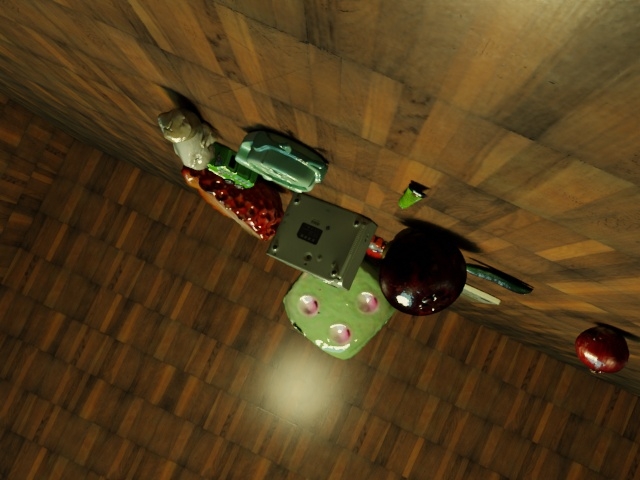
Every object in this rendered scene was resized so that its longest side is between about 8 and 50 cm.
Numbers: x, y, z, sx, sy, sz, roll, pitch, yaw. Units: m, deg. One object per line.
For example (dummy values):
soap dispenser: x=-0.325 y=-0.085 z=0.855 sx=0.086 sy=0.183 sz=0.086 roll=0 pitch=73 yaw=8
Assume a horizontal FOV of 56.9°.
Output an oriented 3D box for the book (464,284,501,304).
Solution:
book: x=0.489 y=0.171 z=2.086 sx=0.217 sy=0.021 sz=0.310 roll=24 pitch=175 yaw=1

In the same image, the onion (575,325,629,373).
onion: x=0.713 y=0.278 z=1.496 sx=0.131 sy=0.131 sz=0.131 roll=25 pitch=175 yaw=2

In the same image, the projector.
projector: x=0.000 y=0.000 z=1.602 sx=0.251 sy=0.198 sz=0.108 roll=23 pitch=176 yaw=26

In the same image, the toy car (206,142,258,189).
toy car: x=-0.228 y=-0.190 z=1.475 sx=0.063 sy=0.071 sz=0.165 roll=-3 pitch=156 yaw=46

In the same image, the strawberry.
strawberry: x=-0.239 y=-0.142 z=1.702 sx=0.265 sy=0.149 sz=0.336 roll=30 pitch=170 yaw=47

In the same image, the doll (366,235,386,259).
doll: x=0.166 y=0.022 z=1.878 sx=0.104 sy=0.062 sz=0.194 roll=9 pitch=166 yaw=4

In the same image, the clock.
clock: x=-0.067 y=-0.148 z=1.111 sx=0.159 sy=0.066 sz=0.211 roll=25 pitch=175 yaw=-18

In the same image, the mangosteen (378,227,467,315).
mangosteen: x=0.224 y=0.067 z=1.316 sx=0.210 sy=0.209 sz=0.210 roll=25 pitch=175 yaw=2

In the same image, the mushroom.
mushroom: x=-0.280 y=-0.220 z=1.243 sx=0.099 sy=0.096 sz=0.278 roll=24 pitch=171 yaw=0

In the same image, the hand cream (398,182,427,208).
hand cream: x=0.156 y=-0.075 z=1.018 sx=0.036 sy=0.023 sz=0.122 roll=36 pitch=174 yaw=1

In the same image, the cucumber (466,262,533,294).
cucumber: x=0.430 y=0.091 z=1.426 sx=0.184 sy=0.033 sz=0.036 roll=23 pitch=158 yaw=-1

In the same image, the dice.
dice: x=0.083 y=0.185 z=2.022 sx=0.330 sy=0.322 sz=0.318 roll=40 pitch=-167 yaw=7
